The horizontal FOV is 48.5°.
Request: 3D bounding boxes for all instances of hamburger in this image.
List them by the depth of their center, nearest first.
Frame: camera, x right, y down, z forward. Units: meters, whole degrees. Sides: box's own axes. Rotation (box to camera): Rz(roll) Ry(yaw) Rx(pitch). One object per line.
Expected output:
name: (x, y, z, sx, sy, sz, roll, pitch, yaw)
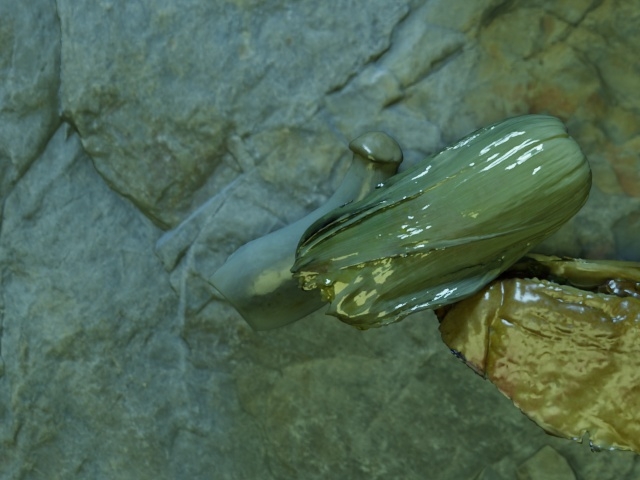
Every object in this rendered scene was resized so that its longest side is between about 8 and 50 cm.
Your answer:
hamburger: (0.277, 0.107, 0.701, 0.245, 0.155, 0.282, -36, 88, 18)

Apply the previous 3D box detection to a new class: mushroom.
mushroom: (0.000, 0.000, 0.793, 0.270, 0.103, 0.118, -42, 98, 9)

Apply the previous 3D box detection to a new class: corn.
corn: (0.119, -0.016, 0.701, 0.305, 0.122, 0.123, -31, 107, -3)
